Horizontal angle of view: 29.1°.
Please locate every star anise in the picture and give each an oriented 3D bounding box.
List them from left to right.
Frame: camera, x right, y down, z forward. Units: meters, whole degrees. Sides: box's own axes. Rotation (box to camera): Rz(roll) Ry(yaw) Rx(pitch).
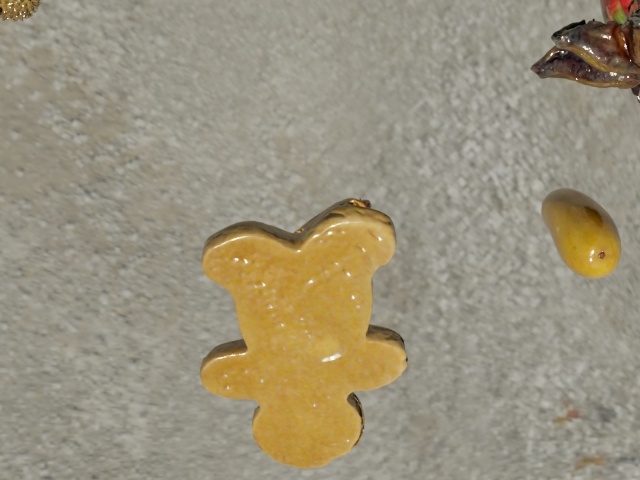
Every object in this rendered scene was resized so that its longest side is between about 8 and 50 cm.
[{"bbox_3d":[0.368,-0.219,1.347,0.272,0.272,0.103,4,82,20],"label":"star anise"}]

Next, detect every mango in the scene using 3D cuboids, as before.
[{"bbox_3d":[0.367,-0.017,1.743,0.084,0.102,0.184,-12,34,-5],"label":"mango"}]

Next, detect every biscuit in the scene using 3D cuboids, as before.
[{"bbox_3d":[-0.020,0.106,1.276,0.216,0.340,0.047,-7,38,2],"label":"biscuit"}]

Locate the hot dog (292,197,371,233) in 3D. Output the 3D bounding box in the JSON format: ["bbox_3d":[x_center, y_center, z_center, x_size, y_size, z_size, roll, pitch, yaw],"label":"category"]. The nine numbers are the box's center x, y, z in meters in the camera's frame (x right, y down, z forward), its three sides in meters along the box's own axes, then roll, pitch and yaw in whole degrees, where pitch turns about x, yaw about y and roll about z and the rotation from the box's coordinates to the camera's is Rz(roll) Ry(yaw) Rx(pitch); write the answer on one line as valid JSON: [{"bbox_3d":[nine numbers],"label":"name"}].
[{"bbox_3d":[0.000,0.000,1.750,0.188,0.055,0.072,-39,74,-21],"label":"hot dog"}]

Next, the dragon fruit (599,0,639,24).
[{"bbox_3d":[0.520,-0.372,1.714,0.237,0.302,0.231,49,140,-2],"label":"dragon fruit"}]

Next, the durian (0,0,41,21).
[{"bbox_3d":[-0.228,-0.194,0.875,0.080,0.091,0.080,-36,45,46],"label":"durian"}]
